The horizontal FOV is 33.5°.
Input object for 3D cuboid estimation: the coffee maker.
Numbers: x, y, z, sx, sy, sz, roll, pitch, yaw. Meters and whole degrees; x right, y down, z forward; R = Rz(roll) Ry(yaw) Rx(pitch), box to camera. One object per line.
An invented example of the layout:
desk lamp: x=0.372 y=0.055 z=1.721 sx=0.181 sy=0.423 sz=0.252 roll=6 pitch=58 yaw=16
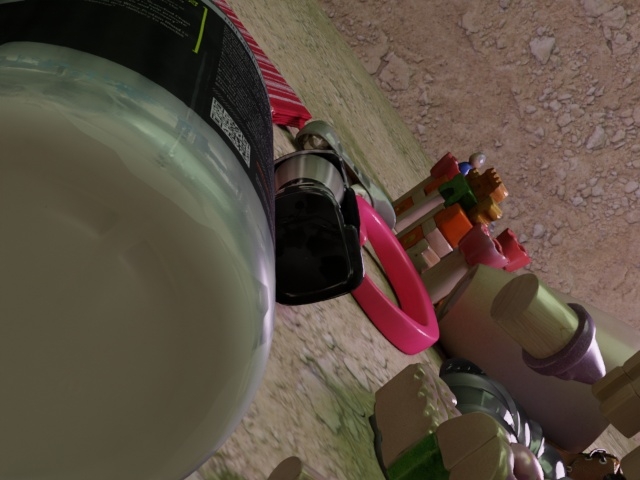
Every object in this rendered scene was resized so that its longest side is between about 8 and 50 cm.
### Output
coffee maker: x=0.000 y=0.000 z=1.135 sx=0.171 sy=0.120 sz=0.178 roll=51 pitch=13 yaw=-15

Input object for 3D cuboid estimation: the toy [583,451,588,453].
toy: x=0.432 y=0.369 z=1.870 sx=0.237 sy=0.056 sz=0.137 roll=35 pitch=21 yaw=-55

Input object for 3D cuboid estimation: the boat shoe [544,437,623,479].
boat shoe: x=0.384 y=0.339 z=1.497 sx=0.307 sy=0.104 sz=0.111 roll=37 pitch=20 yaw=10

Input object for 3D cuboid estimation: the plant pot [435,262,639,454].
plant pot: x=0.317 y=0.164 z=1.641 sx=0.274 sy=0.256 sz=0.256 roll=37 pitch=13 yaw=-1

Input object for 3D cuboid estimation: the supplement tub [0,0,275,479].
supplement tub: x=-0.127 y=-0.032 z=0.558 sx=0.207 sy=0.207 sz=0.338 roll=49 pitch=14 yaw=-20

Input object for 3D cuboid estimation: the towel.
towel: x=-0.124 y=-0.289 z=1.660 sx=0.275 sy=0.031 sz=0.199 roll=54 pitch=14 yaw=8

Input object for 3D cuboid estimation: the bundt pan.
bundt pan: x=0.199 y=0.275 z=1.121 sx=0.331 sy=0.124 sz=0.331 roll=51 pitch=12 yaw=-15

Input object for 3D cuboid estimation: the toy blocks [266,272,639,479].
toy blocks: x=0.156 y=0.222 z=0.671 sx=0.260 sy=0.309 sz=0.288 roll=42 pitch=16 yaw=-20

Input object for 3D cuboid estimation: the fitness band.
fitness band: x=0.087 y=0.047 z=1.498 sx=0.209 sy=0.054 sz=0.291 roll=53 pitch=13 yaw=-18

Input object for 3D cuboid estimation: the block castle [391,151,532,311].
block castle: x=0.307 y=0.029 z=1.962 sx=0.303 sy=0.213 sz=0.453 roll=49 pitch=14 yaw=-19

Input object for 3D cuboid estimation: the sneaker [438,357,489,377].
sneaker: x=0.224 y=0.252 z=1.443 sx=0.209 sy=0.069 sz=0.082 roll=52 pitch=-24 yaw=37

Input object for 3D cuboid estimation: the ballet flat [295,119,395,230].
ballet flat: x=0.033 y=-0.091 z=1.660 sx=0.213 sy=0.072 sz=0.068 roll=54 pitch=40 yaw=3
